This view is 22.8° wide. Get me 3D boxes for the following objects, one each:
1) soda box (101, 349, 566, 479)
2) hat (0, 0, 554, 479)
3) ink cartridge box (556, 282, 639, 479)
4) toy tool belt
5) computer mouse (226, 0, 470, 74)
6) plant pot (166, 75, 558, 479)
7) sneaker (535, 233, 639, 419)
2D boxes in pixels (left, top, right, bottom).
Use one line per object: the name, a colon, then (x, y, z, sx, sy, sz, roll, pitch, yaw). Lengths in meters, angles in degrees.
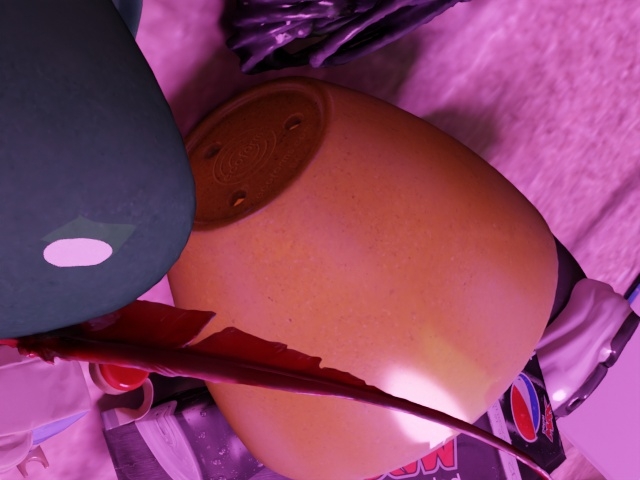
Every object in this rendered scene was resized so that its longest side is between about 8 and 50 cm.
soda box: (0.002, 0.077, 0.604, 0.169, 0.060, 0.053, -15, -176, 30)
hat: (-0.060, 0.012, 0.389, 0.208, 0.183, 0.173, -29, 150, -26)
ink cartridge box: (0.301, 0.087, 1.006, 0.233, 0.168, 0.171, -10, 137, -49)
toy tool belt: (-0.105, 0.056, 0.554, 0.083, 0.052, 0.051, -18, 175, -35)
computer mouse: (0.068, -0.156, 0.448, 0.188, 0.072, 0.272, -29, 150, -24)
plant pot: (0.000, 0.000, 0.541, 0.134, 0.134, 0.095, -42, 126, -4)
sneaker: (0.009, 0.073, 0.687, 0.271, 0.108, 0.100, -41, 176, 30)
